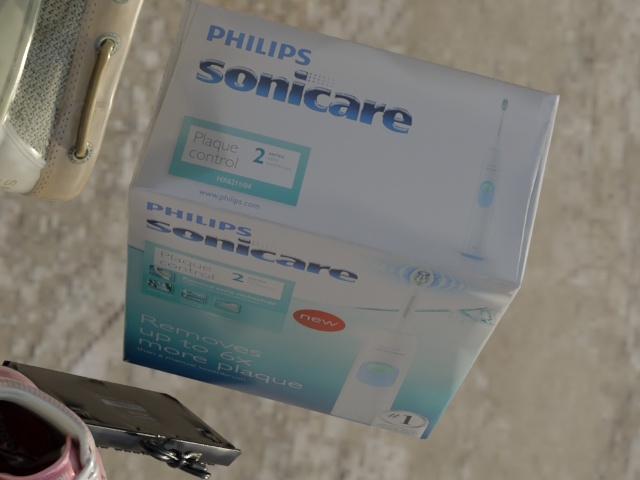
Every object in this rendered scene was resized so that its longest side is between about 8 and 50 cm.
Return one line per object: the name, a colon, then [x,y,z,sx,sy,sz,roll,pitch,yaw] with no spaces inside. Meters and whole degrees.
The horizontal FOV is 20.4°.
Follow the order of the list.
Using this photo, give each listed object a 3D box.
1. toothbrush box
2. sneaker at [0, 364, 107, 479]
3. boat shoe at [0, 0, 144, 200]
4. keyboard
toothbrush box: [0.000,0.000,1.077,0.295,0.216,0.126,109,-5,-66]
sneaker: [-0.095,0.106,0.657,0.051,0.070,0.134,-33,94,-15]
boat shoe: [-0.097,-0.160,0.804,0.098,0.109,0.302,16,104,-29]
keyboard: [-0.123,0.124,1.168,0.180,0.108,0.023,19,103,-54]
